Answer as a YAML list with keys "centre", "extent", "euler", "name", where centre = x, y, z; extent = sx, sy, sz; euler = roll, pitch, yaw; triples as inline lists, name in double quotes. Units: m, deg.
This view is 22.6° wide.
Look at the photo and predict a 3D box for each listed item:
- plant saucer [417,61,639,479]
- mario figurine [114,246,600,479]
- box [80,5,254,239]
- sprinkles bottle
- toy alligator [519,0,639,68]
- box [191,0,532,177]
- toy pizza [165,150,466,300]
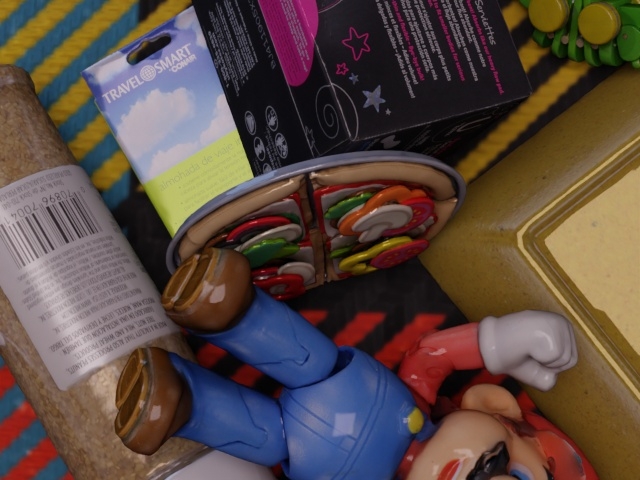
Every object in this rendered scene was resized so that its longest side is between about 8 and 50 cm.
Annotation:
- centre: [0.285, 0.021, 1.071]
  extent: [0.332, 0.081, 0.333]
  euler: [-38, 81, 0]
  name: "plant saucer"
- centre: [0.046, 0.124, 0.982]
  extent: [0.320, 0.170, 0.198]
  euler: [25, 129, -18]
  name: "mario figurine"
- centre: [-0.080, -0.066, 1.133]
  extent: [0.109, 0.042, 0.178]
  euler: [-31, 81, 0]
  name: "box"
- centre: [-0.165, 0.054, 1.086]
  extent: [0.121, 0.121, 0.355]
  euler: [-32, 81, 1]
  name: "sprinkles bottle"
- centre: [0.206, -0.140, 1.094]
  extent: [0.189, 0.056, 0.051]
  euler: [20, 119, 33]
  name: "toy alligator"
- centre: [0.010, -0.166, 1.062]
  extent: [0.142, 0.163, 0.247]
  euler: [-15, 80, -25]
  name: "box"
- centre: [0.000, 0.000, 1.037]
  extent: [0.201, 0.201, 0.032]
  euler: [-16, 69, 3]
  name: "toy pizza"
